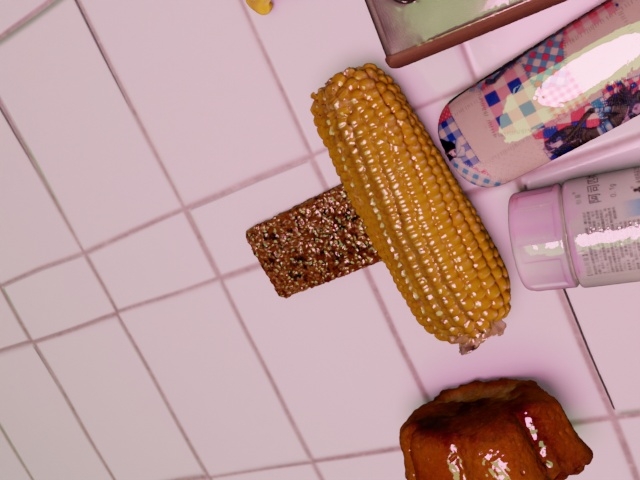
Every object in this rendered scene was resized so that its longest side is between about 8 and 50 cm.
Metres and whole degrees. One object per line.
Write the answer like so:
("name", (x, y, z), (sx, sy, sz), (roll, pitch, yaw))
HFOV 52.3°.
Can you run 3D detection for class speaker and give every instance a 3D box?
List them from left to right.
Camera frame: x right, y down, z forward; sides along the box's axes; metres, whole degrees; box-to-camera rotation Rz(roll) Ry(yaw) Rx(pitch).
("speaker", (0.168, -0.296, 0.671), (0.231, 0.192, 0.153), (-16, 105, 29))

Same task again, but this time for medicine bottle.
("medicine bottle", (0.317, -0.010, 0.763), (0.169, 0.135, 0.135), (-12, 106, 27))

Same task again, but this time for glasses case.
("glasses case", (0.285, -0.174, 0.739), (0.328, 0.076, 0.125), (-30, 99, 30))

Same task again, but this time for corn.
("corn", (0.121, -0.039, 0.836), (0.144, 0.144, 0.387), (-26, 94, 30))

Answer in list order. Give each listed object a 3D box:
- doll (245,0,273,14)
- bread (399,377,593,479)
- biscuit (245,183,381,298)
("doll", (-0.033, -0.383, 0.777), (0.241, 0.099, 0.135), (-47, 66, 30))
("bread", (0.226, 0.278, 0.880), (0.247, 0.232, 0.135), (-17, 94, 52))
("biscuit", (0.000, 0.000, 0.966), (0.231, 0.025, 0.131), (-25, 100, 30))
